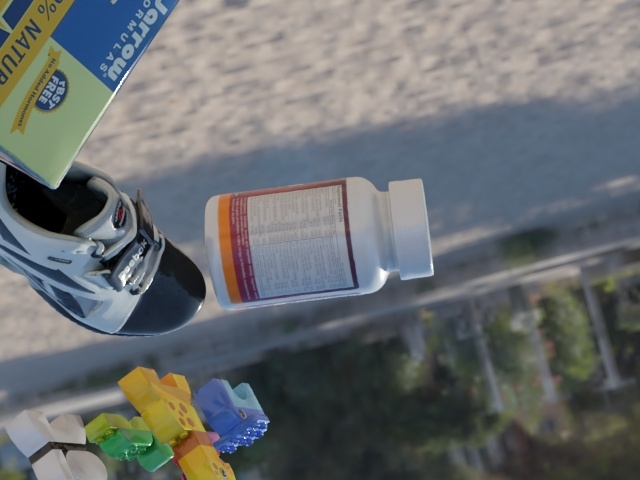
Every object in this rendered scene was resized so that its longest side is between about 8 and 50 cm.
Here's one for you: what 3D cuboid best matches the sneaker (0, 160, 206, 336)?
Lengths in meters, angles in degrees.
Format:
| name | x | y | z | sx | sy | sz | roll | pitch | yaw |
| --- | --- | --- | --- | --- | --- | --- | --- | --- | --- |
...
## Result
| name | x | y | z | sx | sy | sz | roll | pitch | yaw |
| --- | --- | --- | --- | --- | --- | --- | --- | --- | --- |
| sneaker | -0.215 | 0.002 | 1.512 | 0.330 | 0.122 | 0.146 | 30 | 155 | -37 |

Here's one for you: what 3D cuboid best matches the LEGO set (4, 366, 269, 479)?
| name | x | y | z | sx | sy | sz | roll | pitch | yaw |
| --- | --- | --- | --- | --- | --- | --- | --- | --- | --- |
| LEGO set | -0.090 | 0.145 | 1.048 | 0.087 | 0.093 | 0.227 | -38 | 155 | 18 |

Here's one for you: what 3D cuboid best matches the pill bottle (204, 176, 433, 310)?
| name | x | y | z | sx | sy | sz | roll | pitch | yaw |
| --- | --- | --- | --- | --- | --- | --- | --- | --- | --- |
| pill bottle | 0.000 | 0.000 | 1.627 | 0.221 | 0.121 | 0.121 | -7 | 176 | 5 |

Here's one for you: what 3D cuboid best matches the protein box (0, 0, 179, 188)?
| name | x | y | z | sx | sy | sz | roll | pitch | yaw |
| --- | --- | --- | --- | --- | --- | --- | --- | --- | --- |
| protein box | -0.182 | -0.147 | 0.610 | 0.201 | 0.136 | 0.200 | 24 | 168 | 41 |
